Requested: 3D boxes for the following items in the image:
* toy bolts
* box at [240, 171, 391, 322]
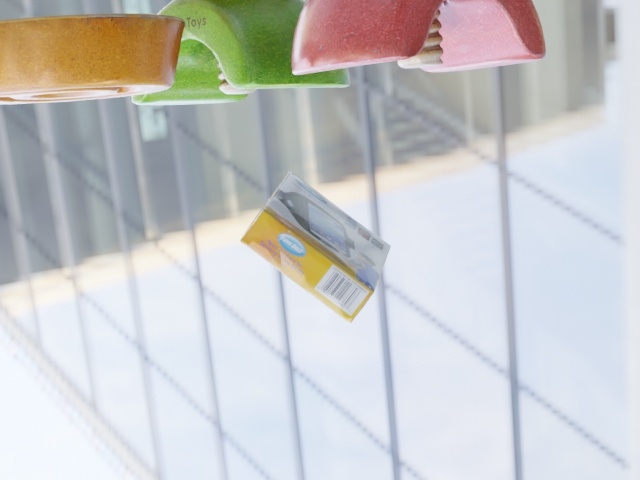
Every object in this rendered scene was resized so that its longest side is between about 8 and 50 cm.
[{"bbox_3d":[-0.034,-0.143,0.806,0.228,0.158,0.218,-3,-178,43],"label":"toy bolts"},{"bbox_3d":[0.000,0.000,1.198,0.081,0.028,0.136,37,-164,-3],"label":"box"}]
